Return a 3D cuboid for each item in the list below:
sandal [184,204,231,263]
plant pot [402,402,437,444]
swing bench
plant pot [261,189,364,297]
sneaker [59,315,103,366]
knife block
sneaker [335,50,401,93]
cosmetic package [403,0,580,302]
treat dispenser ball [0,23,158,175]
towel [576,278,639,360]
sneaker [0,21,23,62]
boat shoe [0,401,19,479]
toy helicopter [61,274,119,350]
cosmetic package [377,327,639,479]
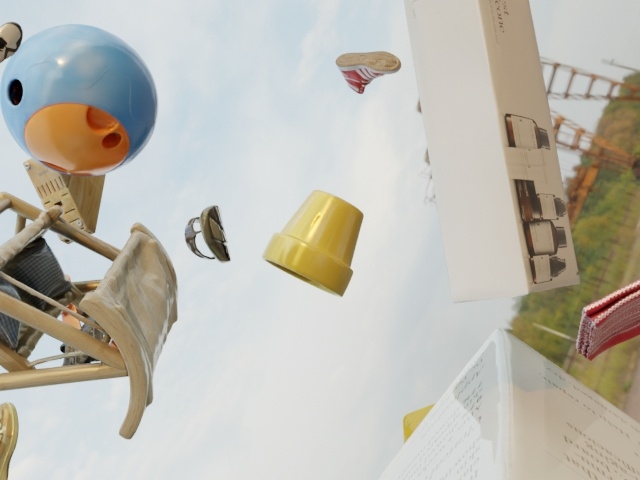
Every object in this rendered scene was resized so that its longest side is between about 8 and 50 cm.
[{"bbox_3d":[-0.246,-0.002,1.397,0.303,0.086,0.120,159,98,-79],"label":"sandal"},{"bbox_3d":[0.263,0.380,1.153,0.187,0.212,0.212,26,-132,-30],"label":"plant pot"},{"bbox_3d":[-0.298,0.072,0.760,0.253,0.254,0.165,-105,28,-71],"label":"swing bench"},{"bbox_3d":[0.000,0.000,1.811,0.239,0.254,0.254,-63,-23,-7],"label":"plant pot"},{"bbox_3d":[-0.486,0.204,1.320,0.089,0.170,0.051,-8,-48,-20],"label":"sneaker"},{"bbox_3d":[-0.551,-0.156,1.515,0.276,0.088,0.242,67,-155,-8],"label":"knife block"},{"bbox_3d":[0.088,-0.279,1.091,0.042,0.118,0.067,-62,-34,-22],"label":"sneaker"},{"bbox_3d":[0.123,-0.080,0.465,0.099,0.060,0.239,-2,-98,-52],"label":"cosmetic package"},{"bbox_3d":[-0.461,-0.267,1.261,0.288,0.288,0.288,-48,-30,-40],"label":"treat dispenser ball"},{"bbox_3d":[0.453,0.093,0.904,0.199,0.031,0.275,-30,-26,8],"label":"towel"},{"bbox_3d":[-0.470,-0.271,0.938,0.040,0.044,0.109,42,-95,-28],"label":"sneaker"},{"bbox_3d":[-0.477,0.307,0.939,0.048,0.056,0.153,29,-128,-44],"label":"boat shoe"},{"bbox_3d":[-0.562,0.150,1.505,0.140,0.355,0.235,-63,-17,-1],"label":"toy helicopter"},{"bbox_3d":[0.168,0.325,0.466,0.329,0.327,0.393,-56,-8,15],"label":"cosmetic package"}]
